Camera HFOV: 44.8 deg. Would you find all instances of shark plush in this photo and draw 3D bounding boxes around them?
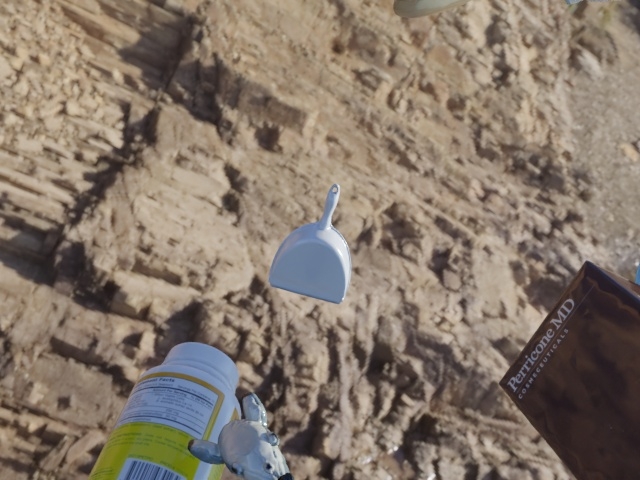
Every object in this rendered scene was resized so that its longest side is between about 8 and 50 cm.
[{"bbox_3d":[-0.039,0.187,0.651,0.073,0.161,0.067,-46,121,-25],"label":"shark plush"}]

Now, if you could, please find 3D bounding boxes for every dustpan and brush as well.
[{"bbox_3d":[0.000,0.000,1.397,0.147,0.211,0.060,15,30,-3],"label":"dustpan and brush"}]

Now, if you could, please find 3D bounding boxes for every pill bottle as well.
[{"bbox_3d":[-0.150,0.206,0.766,0.117,0.117,0.215,30,40,-9],"label":"pill bottle"}]

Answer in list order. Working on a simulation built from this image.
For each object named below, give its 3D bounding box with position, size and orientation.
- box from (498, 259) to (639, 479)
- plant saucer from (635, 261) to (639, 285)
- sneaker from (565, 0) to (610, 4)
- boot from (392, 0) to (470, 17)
[{"bbox_3d":[0.364,0.198,0.777,0.143,0.191,0.381,24,15,-25],"label":"box"},{"bbox_3d":[0.619,0.084,1.296,0.195,0.195,0.037,41,-9,11],"label":"plant saucer"},{"bbox_3d":[0.257,-0.325,0.669,0.092,0.228,0.087,3,20,25],"label":"sneaker"},{"bbox_3d":[0.215,-0.491,1.197,0.211,0.295,0.104,68,9,13],"label":"boot"}]
